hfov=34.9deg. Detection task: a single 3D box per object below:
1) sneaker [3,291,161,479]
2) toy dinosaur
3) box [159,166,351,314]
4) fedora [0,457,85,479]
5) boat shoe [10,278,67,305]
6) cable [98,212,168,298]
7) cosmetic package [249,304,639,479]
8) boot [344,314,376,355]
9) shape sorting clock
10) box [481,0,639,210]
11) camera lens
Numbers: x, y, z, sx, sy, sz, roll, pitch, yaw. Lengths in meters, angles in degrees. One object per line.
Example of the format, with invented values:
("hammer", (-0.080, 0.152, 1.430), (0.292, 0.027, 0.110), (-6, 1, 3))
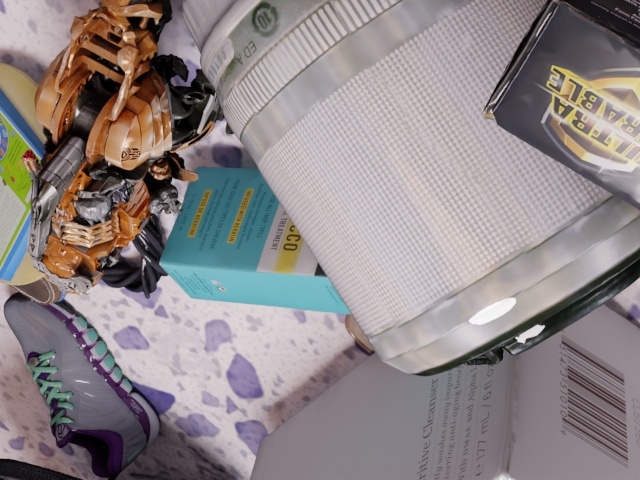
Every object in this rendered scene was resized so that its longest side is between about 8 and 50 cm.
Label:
("sneaker", (-0.265, 0.156, 1.076), (0.083, 0.098, 0.223), (-30, 106, 40))
("toy dinosaur", (-0.131, -0.096, 0.739), (0.164, 0.218, 0.322), (44, 132, -6))
("box", (0.000, 0.000, 0.808), (0.244, 0.100, 0.060), (3, 150, 26))
("fedora", (-0.231, 0.355, 1.090), (0.334, 0.152, 0.334), (17, 159, 7))
("boat shoe", (-0.342, 0.012, 1.033), (0.183, 0.066, 0.066), (38, 133, -1))
("cable", (-0.215, -0.018, 0.957), (0.151, 0.047, 0.184), (-9, 118, 33))
("cosmetic package", (0.083, 0.207, 0.832), (0.156, 0.217, 0.385), (32, 132, -18))
("boot", (0.055, 0.046, 0.863), (0.087, 0.042, 0.118), (-34, 110, 33))
("shape sorting clock", (-0.291, -0.061, 0.935), (0.206, 0.040, 0.206), (11, 109, 33))
("box", (0.257, -0.073, 0.495), (0.296, 0.293, 0.073), (31, 131, 5))
("camera lens", (0.072, -0.073, 0.615), (0.219, 0.219, 0.274), (-35, 87, 41))
